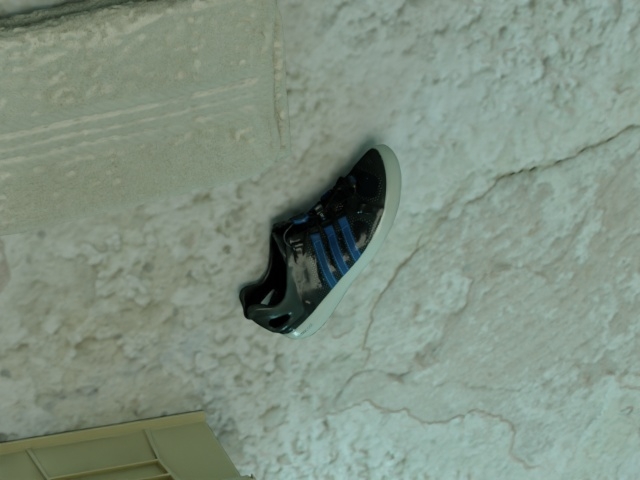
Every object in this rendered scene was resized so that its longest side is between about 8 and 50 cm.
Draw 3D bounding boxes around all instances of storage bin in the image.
[{"bbox_3d":[-0.210,0.313,1.699,0.260,0.123,0.262,-7,123,-22],"label":"storage bin"}]

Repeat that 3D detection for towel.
[{"bbox_3d":[-0.160,-0.117,1.505,0.282,0.049,0.187,-13,123,-17],"label":"towel"}]

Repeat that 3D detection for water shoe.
[{"bbox_3d":[0.000,0.000,1.638,0.080,0.073,0.203,19,109,-31],"label":"water shoe"}]
